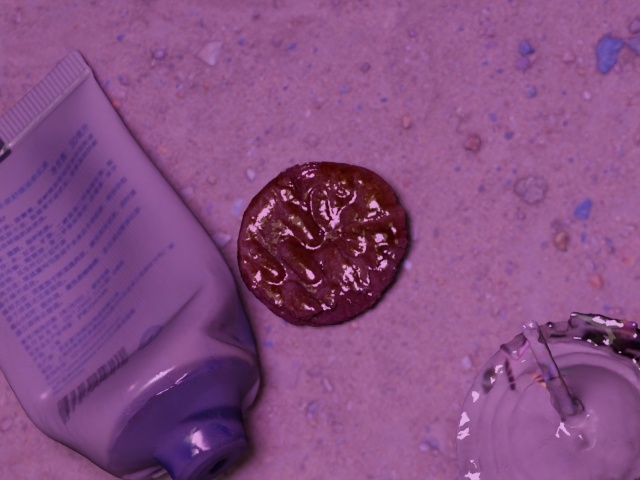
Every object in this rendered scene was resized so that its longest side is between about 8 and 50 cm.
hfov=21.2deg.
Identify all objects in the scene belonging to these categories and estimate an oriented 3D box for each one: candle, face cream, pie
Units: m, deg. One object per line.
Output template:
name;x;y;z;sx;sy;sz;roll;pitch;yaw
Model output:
candle;0.188;0.150;1.217;0.187;0.330;0.187;-4;70;12
face cream;-0.200;0.040;1.478;0.235;0.137;0.420;-42;61;5
pie;0.000;0.000;1.458;0.154;0.036;0.154;-4;76;15
